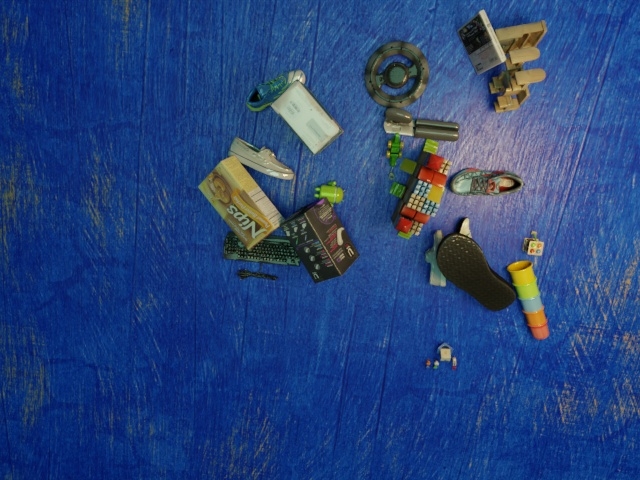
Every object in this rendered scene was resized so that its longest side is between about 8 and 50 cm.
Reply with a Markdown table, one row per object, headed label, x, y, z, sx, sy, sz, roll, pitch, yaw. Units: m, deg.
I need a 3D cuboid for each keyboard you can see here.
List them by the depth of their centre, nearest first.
| label | x | y | z | sx | sy | sz | roll | pitch | yaw |
| --- | --- | --- | --- | --- | --- | --- | --- | --- | --- |
| keyboard | -0.240 | 0.075 | 1.817 | 0.318 | 0.033 | 0.201 | 5 | 104 | 4 |

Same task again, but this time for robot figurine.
| label | x | y | z | sx | sy | sz | roll | pitch | yaw |
| --- | --- | --- | --- | --- | --- | --- | --- | --- | --- |
| robot figurine | 0.036 | -0.178 | 1.714 | 0.115 | 0.067 | 0.101 | 7 | 92 | 3 |

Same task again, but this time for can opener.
| label | x | y | z | sx | sy | sz | roll | pitch | yaw |
| --- | --- | --- | --- | --- | --- | --- | --- | --- | --- |
| can opener | 0.365 | -0.413 | 1.615 | 0.281 | 0.093 | 0.074 | 10 | 70 | 1 |

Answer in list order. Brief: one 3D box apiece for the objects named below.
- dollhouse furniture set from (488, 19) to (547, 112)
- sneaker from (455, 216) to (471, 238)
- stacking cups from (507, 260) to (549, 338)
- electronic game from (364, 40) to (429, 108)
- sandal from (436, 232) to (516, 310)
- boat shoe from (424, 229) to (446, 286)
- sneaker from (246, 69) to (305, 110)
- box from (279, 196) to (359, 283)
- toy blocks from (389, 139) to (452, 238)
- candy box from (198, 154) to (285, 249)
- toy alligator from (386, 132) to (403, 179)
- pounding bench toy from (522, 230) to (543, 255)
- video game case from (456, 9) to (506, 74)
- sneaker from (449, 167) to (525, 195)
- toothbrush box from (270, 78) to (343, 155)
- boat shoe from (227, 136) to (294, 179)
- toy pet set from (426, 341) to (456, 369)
| label | x | y | z | sx | sy | sz | roll | pitch | yaw |
| --- | --- | --- | --- | --- | --- | --- | --- | --- | --- |
| dollhouse furniture set | 0.677 | -0.585 | 1.494 | 0.161 | 0.212 | 0.241 | -9 | 81 | 2 |
| sneaker | 0.561 | -0.011 | 1.718 | 0.076 | 0.057 | 0.161 | 9 | 108 | 0 |
| stacking cups | 0.814 | 0.240 | 1.739 | 0.096 | 0.096 | 0.316 | -18 | 103 | 9 |
| electronic game | 0.273 | -0.594 | 1.604 | 0.230 | 0.048 | 0.229 | 4 | 107 | 11 |
| sandal | 0.577 | 0.115 | 1.699 | 0.168 | 0.107 | 0.446 | -36 | 120 | 21 |
| boat shoe | 0.445 | 0.072 | 1.732 | 0.081 | 0.079 | 0.227 | -2 | 104 | 19 |
| sneaker | -0.166 | -0.541 | 1.613 | 0.240 | 0.126 | 0.091 | -29 | 100 | 11 |
| box | 0.000 | 0.000 | 1.684 | 0.143 | 0.165 | 0.270 | -21 | 104 | 40 |
| toy blocks | 0.360 | -0.165 | 1.591 | 0.191 | 0.261 | 0.381 | 22 | 105 | -1 |
| candy box | -0.301 | -0.140 | 1.697 | 0.183 | 0.087 | 0.316 | -35 | 96 | 39 |
| toy alligator | 0.275 | -0.321 | 1.668 | 0.056 | 0.051 | 0.189 | 5 | 128 | 4 |
| pounding bench toy | 0.812 | 0.009 | 1.695 | 0.052 | 0.065 | 0.083 | 5 | 103 | 4 |
| video game case | 0.537 | -0.658 | 1.494 | 0.022 | 0.190 | 0.173 | -30 | 100 | 1 |
| sneaker | 0.610 | -0.213 | 1.628 | 0.262 | 0.125 | 0.104 | -4 | 103 | 6 |
| toothbrush box | -0.035 | -0.421 | 1.545 | 0.126 | 0.295 | 0.216 | -40 | 98 | 13 |
| boat shoe | -0.218 | -0.314 | 1.693 | 0.268 | 0.096 | 0.088 | 25 | 109 | 7 |
| toy pet set | 0.503 | 0.479 | 1.849 | 0.122 | 0.065 | 0.114 | 1 | 138 | 7 |
